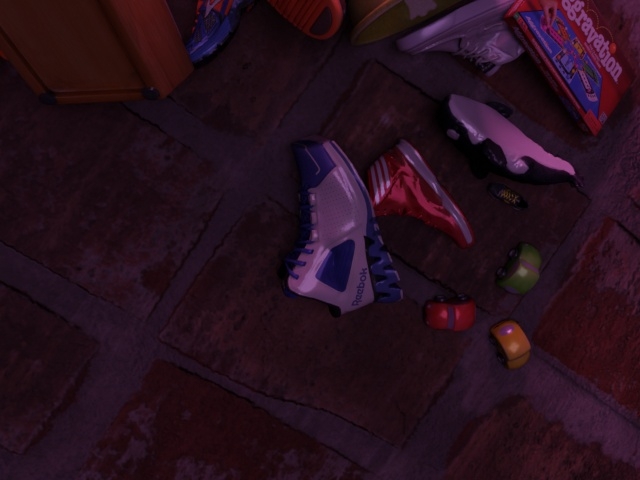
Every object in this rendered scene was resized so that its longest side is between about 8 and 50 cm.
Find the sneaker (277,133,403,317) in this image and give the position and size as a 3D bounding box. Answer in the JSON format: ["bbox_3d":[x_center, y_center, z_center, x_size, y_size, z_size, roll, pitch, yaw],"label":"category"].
[{"bbox_3d":[0.000,0.001,1.090,0.182,0.127,0.315,-27,107,-8],"label":"sneaker"}]

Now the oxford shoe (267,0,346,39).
[{"bbox_3d":[-0.048,-0.457,0.949,0.133,0.130,0.363,-29,89,-33],"label":"oxford shoe"}]

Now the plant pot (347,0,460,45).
[{"bbox_3d":[0.115,-0.462,0.968,0.276,0.276,0.254,-26,95,-6],"label":"plant pot"}]

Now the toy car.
[{"bbox_3d":[0.334,0.108,1.223,0.239,0.053,0.225,30,94,-17],"label":"toy car"}]

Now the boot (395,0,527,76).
[{"bbox_3d":[0.253,-0.323,1.091,0.258,0.095,0.123,-26,106,-12],"label":"boot"}]

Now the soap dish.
[{"bbox_3d":[-0.317,-0.294,0.859,0.229,0.291,0.118,0,62,10],"label":"soap dish"}]

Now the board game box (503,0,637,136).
[{"bbox_3d":[0.426,-0.322,1.126,0.281,0.027,0.145,42,78,-29],"label":"board game box"}]

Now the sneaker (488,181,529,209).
[{"bbox_3d":[0.338,-0.079,1.195,0.083,0.035,0.031,24,95,-16],"label":"sneaker"}]

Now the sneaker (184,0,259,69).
[{"bbox_3d":[-0.157,-0.351,1.015,0.087,0.083,0.221,35,83,-10],"label":"sneaker"}]

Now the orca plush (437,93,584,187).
[{"bbox_3d":[0.311,-0.150,1.168,0.287,0.102,0.151,13,54,-25],"label":"orca plush"}]

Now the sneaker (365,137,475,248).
[{"bbox_3d":[0.158,-0.053,1.148,0.128,0.087,0.221,-36,94,6],"label":"sneaker"}]

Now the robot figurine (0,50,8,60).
[{"bbox_3d":[-0.493,-0.318,0.917,0.158,0.128,0.219,24,97,-1],"label":"robot figurine"}]
